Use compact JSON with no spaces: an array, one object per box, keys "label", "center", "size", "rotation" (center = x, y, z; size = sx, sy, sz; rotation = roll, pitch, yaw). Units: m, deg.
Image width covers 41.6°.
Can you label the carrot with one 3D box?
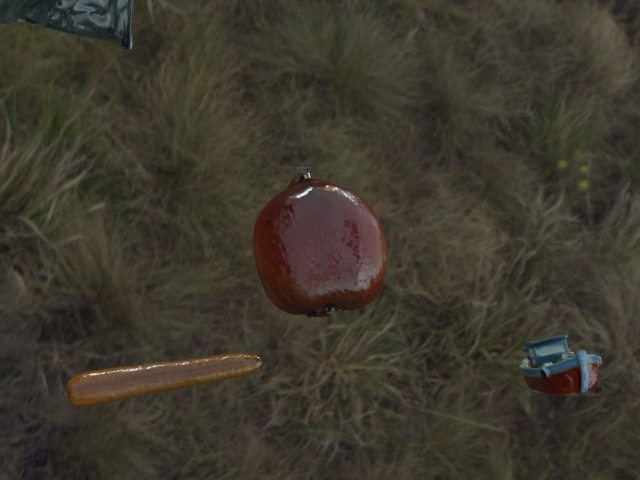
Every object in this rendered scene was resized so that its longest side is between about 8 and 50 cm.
[{"label":"carrot","center":[-0.194,0.169,1.040],"size":[0.248,0.043,0.043],"rotation":[-9,67,0]}]

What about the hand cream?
[{"label":"hand cream","center":[-0.271,-0.243,0.871],"size":[0.052,0.075,0.248],"rotation":[37,22,18]}]

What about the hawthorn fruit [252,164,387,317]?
[{"label":"hawthorn fruit","center":[0.000,0.000,1.037],"size":[0.169,0.169,0.188],"rotation":[-1,83,-25]}]

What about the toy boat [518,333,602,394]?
[{"label":"toy boat","center":[0.273,0.141,0.968],"size":[0.069,0.173,0.058],"rotation":[-12,85,-3]}]
